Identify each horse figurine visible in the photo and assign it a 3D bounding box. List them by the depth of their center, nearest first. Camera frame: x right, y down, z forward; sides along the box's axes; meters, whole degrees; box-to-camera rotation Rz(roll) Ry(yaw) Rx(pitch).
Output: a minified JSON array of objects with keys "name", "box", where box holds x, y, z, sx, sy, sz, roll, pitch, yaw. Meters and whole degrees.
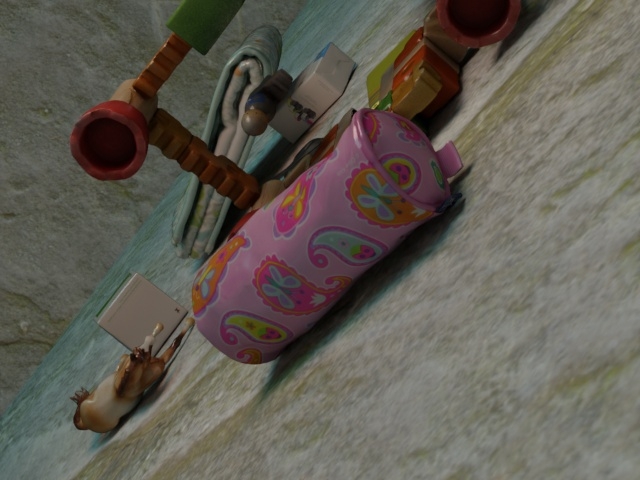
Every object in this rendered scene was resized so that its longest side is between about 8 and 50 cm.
[{"name":"horse figurine","box":[-0.274,0.197,1.583,0.263,0.066,0.174,-42,10,31]}]

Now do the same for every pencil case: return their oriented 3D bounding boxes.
[{"name":"pencil case","box":[0.000,0.000,1.039,0.284,0.124,0.124,-43,15,33]}]

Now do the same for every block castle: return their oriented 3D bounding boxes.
[{"name":"block castle","box":[-0.030,-0.186,1.231,0.453,0.303,0.213,-48,14,23]}]

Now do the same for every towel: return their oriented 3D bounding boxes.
[{"name":"towel","box":[0.105,-0.228,1.530,0.102,0.021,0.237,-43,13,13]},{"name":"towel","box":[-0.163,-0.179,1.962,0.320,0.090,0.374,-92,23,-71]}]

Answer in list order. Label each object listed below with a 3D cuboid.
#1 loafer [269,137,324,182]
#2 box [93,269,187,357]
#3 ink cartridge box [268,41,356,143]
[{"name":"loafer","box":[-0.027,-0.070,1.459,0.170,0.062,0.061,-58,18,-21]},{"name":"box","box":[-0.276,0.115,1.732,0.101,0.102,0.087,-53,14,-9]},{"name":"ink cartridge box","box":[-0.026,-0.239,1.926,0.181,0.061,0.104,-41,17,40]}]
